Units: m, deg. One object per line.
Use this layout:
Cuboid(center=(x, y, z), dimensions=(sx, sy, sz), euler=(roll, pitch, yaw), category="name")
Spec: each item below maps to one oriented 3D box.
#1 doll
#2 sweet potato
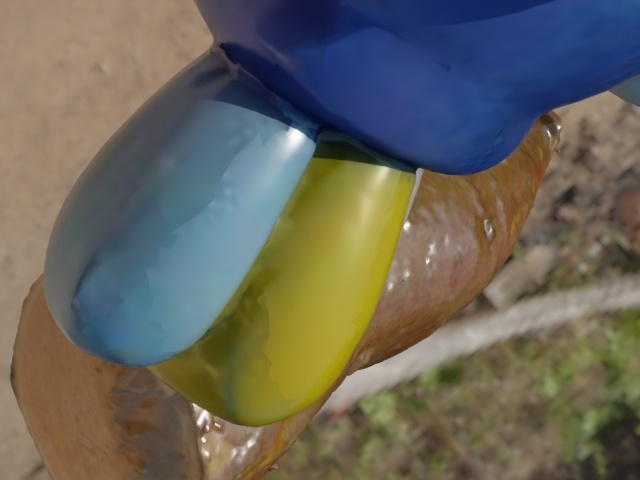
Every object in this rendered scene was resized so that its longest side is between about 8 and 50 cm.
Cuboid(center=(0.107, -0.110, 0.450), dimensions=(0.366, 0.187, 0.376), euler=(-22, 121, -38), category="doll")
Cuboid(center=(0.000, 0.002, 0.888), dimensions=(0.337, 0.131, 0.131), euler=(-37, 163, -44), category="sweet potato")
